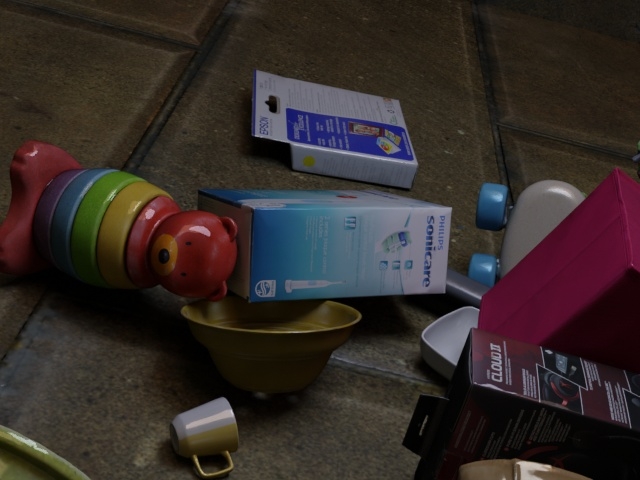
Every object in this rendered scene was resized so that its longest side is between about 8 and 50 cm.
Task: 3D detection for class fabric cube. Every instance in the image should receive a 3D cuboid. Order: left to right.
[{"bbox_3d":[0.362,0.123,1.143,0.254,0.258,0.259,38,30,-8],"label":"fabric cube"}]

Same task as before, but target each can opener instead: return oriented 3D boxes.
[{"bbox_3d":[0.269,0.094,1.392,0.283,0.076,0.095,26,51,17],"label":"can opener"}]

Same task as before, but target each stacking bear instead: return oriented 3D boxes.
[{"bbox_3d":[-0.240,-0.006,1.211,0.289,0.175,0.164,15,3,22],"label":"stacking bear"}]

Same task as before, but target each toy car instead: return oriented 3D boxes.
[{"bbox_3d":[0.358,0.017,1.518,0.219,0.210,0.238,7,0,13],"label":"toy car"}]

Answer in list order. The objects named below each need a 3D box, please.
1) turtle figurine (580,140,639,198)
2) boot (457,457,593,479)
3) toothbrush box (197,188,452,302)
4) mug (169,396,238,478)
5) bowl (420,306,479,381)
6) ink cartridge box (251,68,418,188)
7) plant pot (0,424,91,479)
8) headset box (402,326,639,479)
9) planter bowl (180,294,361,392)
[{"bbox_3d":[0.608,-0.088,1.709,0.266,0.198,0.275,-22,1,-22],"label":"turtle figurine"},{"bbox_3d":[0.117,0.296,0.777,0.236,0.089,0.269,16,41,0],"label":"boot"},{"bbox_3d":[0.000,0.000,1.323,0.295,0.126,0.216,0,9,-25],"label":"toothbrush box"},{"bbox_3d":[-0.127,0.213,1.043,0.064,0.062,0.078,-10,31,-24],"label":"mug"},{"bbox_3d":[0.212,0.160,1.290,0.142,0.053,0.142,33,34,28],"label":"bowl"},{"bbox_3d":[0.016,-0.214,1.820,0.307,0.072,0.303,8,32,-8],"label":"ink cartridge box"},{"bbox_3d":[-0.297,0.297,0.656,0.276,0.276,0.254,16,41,2],"label":"plant pot"},{"bbox_3d":[0.236,0.233,1.012,0.293,0.218,0.110,15,29,1],"label":"headset box"},{"bbox_3d":[-0.061,0.128,1.151,0.217,0.090,0.217,3,8,0],"label":"planter bowl"}]
